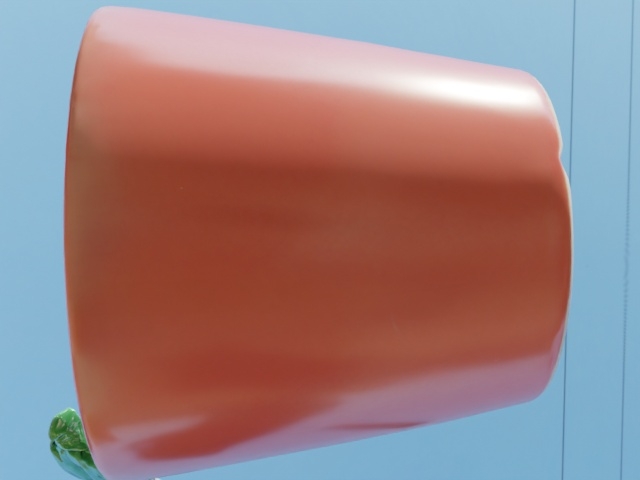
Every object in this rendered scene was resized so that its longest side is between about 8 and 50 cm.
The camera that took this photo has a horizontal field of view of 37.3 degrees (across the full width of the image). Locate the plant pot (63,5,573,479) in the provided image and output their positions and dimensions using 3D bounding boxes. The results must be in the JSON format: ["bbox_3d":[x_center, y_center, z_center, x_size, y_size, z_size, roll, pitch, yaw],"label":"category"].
[{"bbox_3d":[0.000,0.000,0.554,0.243,0.275,0.274,-2,-92,-3],"label":"plant pot"}]

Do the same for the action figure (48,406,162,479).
[{"bbox_3d":[-0.201,0.227,0.943,0.137,0.232,0.063,14,-117,28],"label":"action figure"}]
